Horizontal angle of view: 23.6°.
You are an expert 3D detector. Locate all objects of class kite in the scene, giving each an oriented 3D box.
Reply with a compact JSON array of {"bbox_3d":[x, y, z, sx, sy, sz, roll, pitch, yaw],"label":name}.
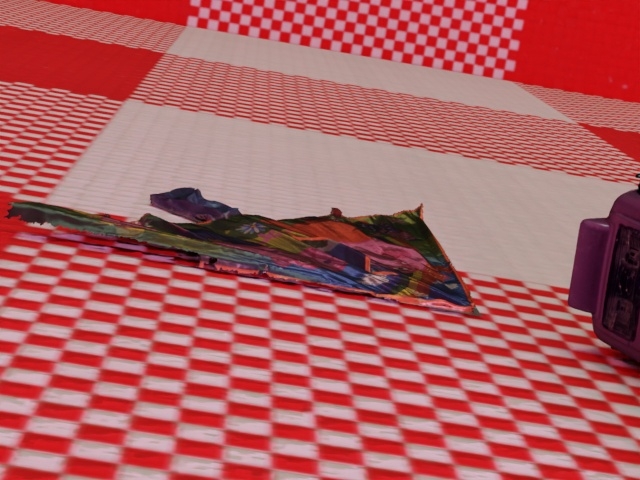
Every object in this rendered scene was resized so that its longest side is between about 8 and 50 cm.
[{"bbox_3d":[0.000,0.000,0.817,0.234,0.016,0.321,19,14,40],"label":"kite"}]

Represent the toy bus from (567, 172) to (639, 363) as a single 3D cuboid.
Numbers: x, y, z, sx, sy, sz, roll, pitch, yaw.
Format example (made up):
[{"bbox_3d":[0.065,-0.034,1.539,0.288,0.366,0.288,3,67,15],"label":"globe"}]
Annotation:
[{"bbox_3d":[0.192,0.030,0.659,0.098,0.086,0.178,-3,18,-27],"label":"toy bus"}]
